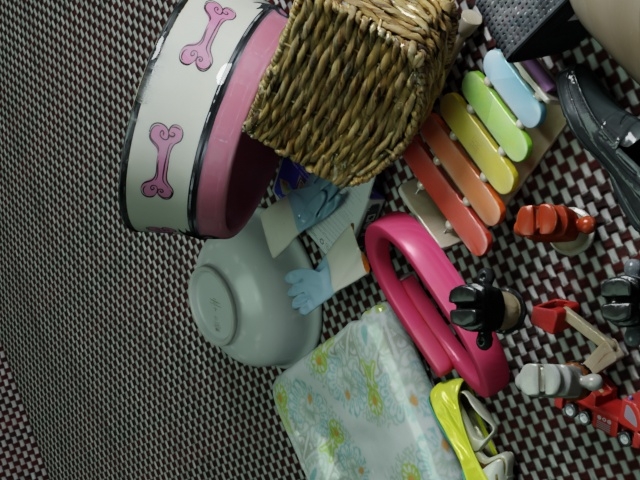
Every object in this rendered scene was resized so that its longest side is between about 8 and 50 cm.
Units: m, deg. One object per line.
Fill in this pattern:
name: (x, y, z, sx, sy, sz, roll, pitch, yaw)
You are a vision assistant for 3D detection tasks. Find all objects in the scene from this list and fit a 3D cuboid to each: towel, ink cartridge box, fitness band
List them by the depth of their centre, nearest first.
fitness band: (0.160, 0.090, 1.648, 0.291, 0.054, 0.209, 56, 164, 15)
ink cartridge box: (0.015, -0.092, 1.852, 0.206, 0.045, 0.208, 50, 141, 30)
towel: (0.073, 0.305, 1.896, 0.374, 0.090, 0.320, -40, 71, 53)

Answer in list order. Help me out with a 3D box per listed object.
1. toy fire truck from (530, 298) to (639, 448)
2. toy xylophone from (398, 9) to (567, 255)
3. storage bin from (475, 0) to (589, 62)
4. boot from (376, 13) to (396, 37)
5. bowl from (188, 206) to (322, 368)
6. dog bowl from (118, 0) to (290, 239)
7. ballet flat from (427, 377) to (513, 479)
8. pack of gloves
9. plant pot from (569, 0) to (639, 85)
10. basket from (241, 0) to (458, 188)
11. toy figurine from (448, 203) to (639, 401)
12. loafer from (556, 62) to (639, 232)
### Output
toy fire truck: (0.346, 0.163, 1.492, 0.192, 0.047, 0.135, 26, 122, 47)
toy xylophone: (0.199, -0.145, 1.543, 0.236, 0.081, 0.323, 51, 139, 30)
storage bin: (0.276, -0.287, 1.341, 0.180, 0.122, 0.084, -44, 67, 52)
boot: (0.036, -0.355, 1.687, 0.176, 0.088, 0.244, 10, 114, 54)
bowl: (-0.137, 0.098, 2.068, 0.298, 0.134, 0.298, 26, 123, 48)
dog bowl: (-0.146, -0.182, 1.772, 0.150, 0.408, 0.408, 20, 127, 7)
ballet flat: (0.230, 0.300, 1.695, 0.077, 0.077, 0.231, -35, 71, 31)
pack of gloves: (0.000, 0.000, 1.858, 0.232, 0.046, 0.195, -37, 63, 51)
plant pot: (0.380, -0.240, 1.097, 0.280, 0.323, 0.323, -137, 43, -61)
basket: (0.063, -0.243, 1.547, 0.213, 0.223, 0.299, 29, 141, 0)
toy figurine: (0.285, 0.077, 1.419, 0.209, 0.148, 0.213, 45, 107, 28)
loafer: (0.349, -0.113, 1.357, 0.078, 0.076, 0.223, -41, 74, 47)
